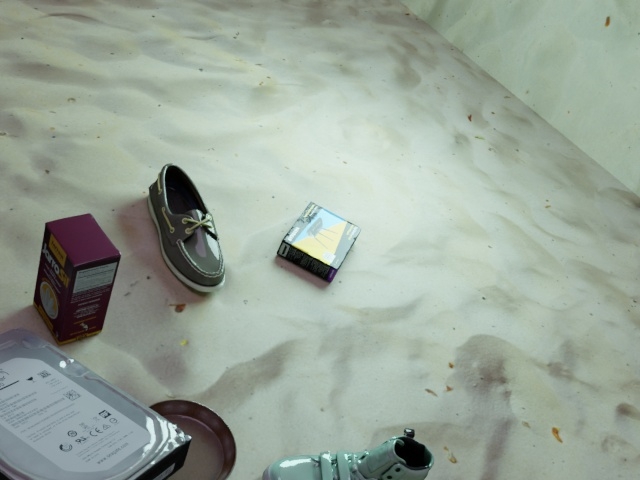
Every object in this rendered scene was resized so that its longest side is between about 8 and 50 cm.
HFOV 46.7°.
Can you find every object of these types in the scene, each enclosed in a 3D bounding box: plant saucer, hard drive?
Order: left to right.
[{"bbox_3d":[-0.377,0.249,1.001,0.339,0.064,0.237,27,22,20],"label":"hard drive"},{"bbox_3d":[-0.211,0.316,1.120,0.168,0.029,0.168,16,38,-13],"label":"plant saucer"}]

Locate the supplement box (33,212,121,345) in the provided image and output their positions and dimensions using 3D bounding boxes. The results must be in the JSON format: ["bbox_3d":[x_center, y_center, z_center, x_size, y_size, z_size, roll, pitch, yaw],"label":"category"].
[{"bbox_3d":[-0.394,0.063,1.190,0.081,0.188,0.104,-16,53,-41],"label":"supplement box"}]

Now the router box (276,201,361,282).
[{"bbox_3d":[0.000,0.000,1.613,0.133,0.046,0.179,28,36,3],"label":"router box"}]

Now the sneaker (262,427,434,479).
[{"bbox_3d":[0.047,0.341,1.136,0.256,0.151,0.094,9,41,-19],"label":"sneaker"}]

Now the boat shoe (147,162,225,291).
[{"bbox_3d":[-0.262,-0.029,1.460,0.109,0.091,0.305,-4,46,-34],"label":"boat shoe"}]
